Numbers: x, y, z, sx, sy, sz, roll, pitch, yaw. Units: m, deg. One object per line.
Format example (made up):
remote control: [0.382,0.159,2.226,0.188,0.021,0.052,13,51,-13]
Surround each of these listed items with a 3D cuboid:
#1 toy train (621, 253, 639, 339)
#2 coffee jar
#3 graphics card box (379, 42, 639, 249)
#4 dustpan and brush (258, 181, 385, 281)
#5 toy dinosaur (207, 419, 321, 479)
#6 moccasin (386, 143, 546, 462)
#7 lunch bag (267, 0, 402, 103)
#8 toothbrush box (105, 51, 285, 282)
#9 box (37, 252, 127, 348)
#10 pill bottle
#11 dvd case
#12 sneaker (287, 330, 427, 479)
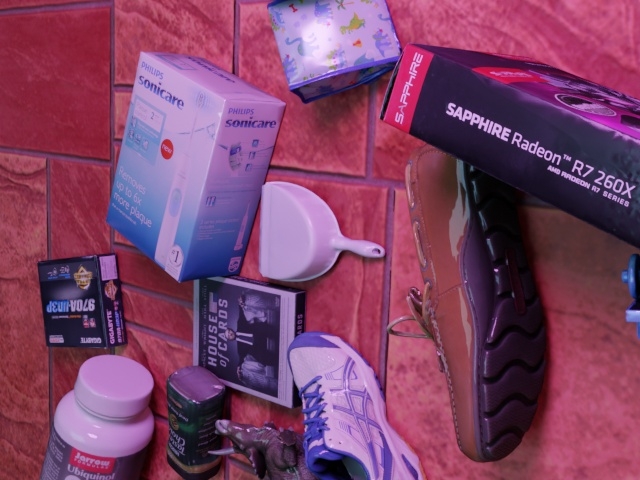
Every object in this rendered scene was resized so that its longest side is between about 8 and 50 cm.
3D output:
toy train: [0.339,0.054,0.832,0.080,0.184,0.105,-2,99,30]
coffee jar: [-0.205,0.303,1.428,0.096,0.079,0.184,30,127,38]
graphics card box: [0.270,-0.088,0.843,0.371,0.233,0.094,34,117,36]
dustpan and brush: [0.000,0.000,1.240,0.211,0.060,0.147,16,108,48]
toy dinosaur: [-0.024,0.360,1.280,0.313,0.121,0.160,53,139,20]
moccasin: [0.164,0.067,1.029,0.147,0.139,0.380,-13,88,50]
lunch bag: [0.022,-0.268,1.153,0.151,0.096,0.129,-18,82,14]
toothbrush box: [-0.200,-0.117,1.360,0.216,0.126,0.295,35,116,36]
box: [-0.461,0.117,1.687,0.220,0.051,0.175,-5,92,43]
pill bottle: [-0.399,0.370,1.572,0.176,0.176,0.318,37,119,35]
dvd case: [-0.117,0.148,1.380,0.239,0.029,0.179,9,101,42]
sneaker: [0.025,0.249,1.188,0.296,0.131,0.112,55,129,26]
